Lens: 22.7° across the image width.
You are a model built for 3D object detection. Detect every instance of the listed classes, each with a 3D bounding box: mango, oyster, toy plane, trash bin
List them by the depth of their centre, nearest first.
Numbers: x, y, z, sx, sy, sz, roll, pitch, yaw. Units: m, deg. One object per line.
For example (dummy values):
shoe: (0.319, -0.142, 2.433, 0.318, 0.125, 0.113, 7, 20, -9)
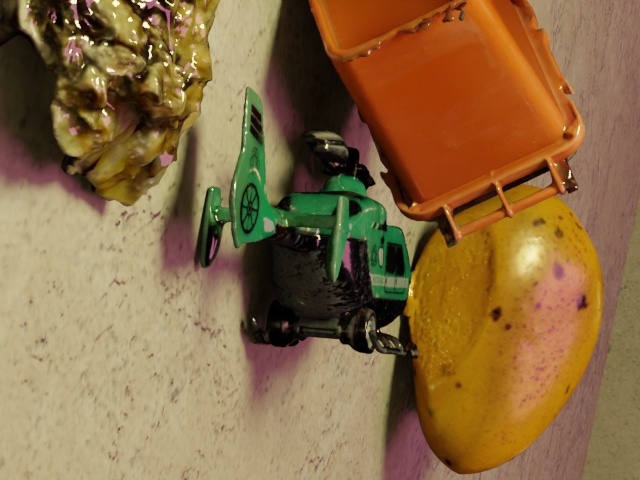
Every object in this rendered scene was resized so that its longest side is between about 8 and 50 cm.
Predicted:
oyster: (-0.086, -0.128, 0.827, 0.223, 0.083, 0.214, 69, 38, -69)
toy plane: (0.000, 0.000, 1.130, 0.382, 0.106, 0.155, 17, 77, -71)
trash bin: (0.086, -0.126, 1.162, 0.238, 0.161, 0.184, 47, 22, -59)
mango: (0.182, 0.091, 1.573, 0.191, 0.160, 0.290, 21, 83, -42)
